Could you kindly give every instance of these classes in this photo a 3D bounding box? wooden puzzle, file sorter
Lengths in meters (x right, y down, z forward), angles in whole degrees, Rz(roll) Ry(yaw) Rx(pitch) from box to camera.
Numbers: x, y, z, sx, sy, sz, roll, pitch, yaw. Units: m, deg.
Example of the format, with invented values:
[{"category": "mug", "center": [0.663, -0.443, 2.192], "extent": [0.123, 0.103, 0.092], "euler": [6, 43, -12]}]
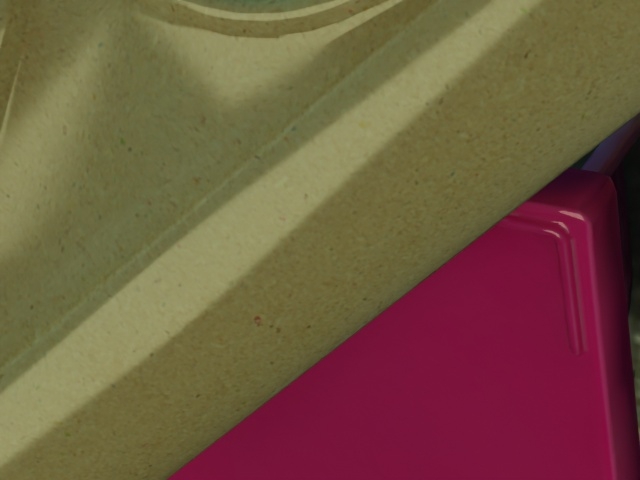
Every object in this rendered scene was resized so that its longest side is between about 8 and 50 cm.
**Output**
[{"category": "wooden puzzle", "center": [-0.097, -0.116, 0.457], "extent": [0.322, 0.080, 0.348], "euler": [-39, 90, 20]}, {"category": "file sorter", "center": [0.000, 0.000, 0.636], "extent": [0.290, 0.182, 0.202], "euler": [11, 130, 29]}]
